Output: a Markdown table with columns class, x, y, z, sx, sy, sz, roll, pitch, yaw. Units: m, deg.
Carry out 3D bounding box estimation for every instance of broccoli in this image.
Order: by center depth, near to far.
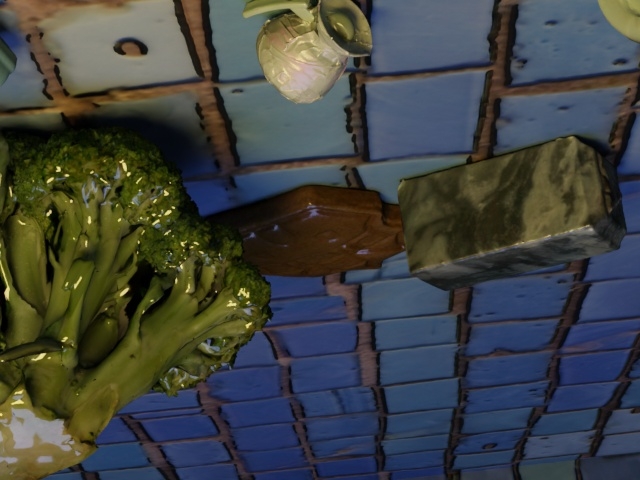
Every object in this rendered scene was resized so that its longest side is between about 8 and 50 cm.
| class | x | y | z | sx | sy | sz | roll | pitch | yaw |
| --- | --- | --- | --- | --- | --- | --- | --- | --- | --- |
| broccoli | -0.208 | 0.047 | 1.330 | 0.321 | 0.283 | 0.304 | -22 | 126 | 19 |

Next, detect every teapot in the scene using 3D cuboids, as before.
| class | x | y | z | sx | sy | sz | roll | pitch | yaw |
| --- | --- | --- | --- | --- | --- | --- | --- | --- | --- |
| teapot | -0.009 | -0.137 | 1.171 | 0.083 | 0.064 | 0.064 | 40 | 131 | -23 |

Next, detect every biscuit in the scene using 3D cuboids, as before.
| class | x | y | z | sx | sy | sz | roll | pitch | yaw |
| --- | --- | --- | --- | --- | --- | --- | --- | --- | --- |
| biscuit | 0.000 | 0.002 | 1.627 | 0.182 | 0.034 | 0.215 | -16 | 159 | 30 |

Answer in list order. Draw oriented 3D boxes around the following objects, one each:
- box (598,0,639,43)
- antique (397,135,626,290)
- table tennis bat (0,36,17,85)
| class | x | y | z | sx | sy | sz | roll | pitch | yaw |
| --- | --- | --- | --- | --- | --- | --- | --- | --- | --- |
| box | 0.188 | -0.209 | 0.738 | 0.135 | 0.243 | 0.163 | -7 | 165 | -37 |
| antique | 0.170 | -0.023 | 1.521 | 0.183 | 0.088 | 0.086 | -14 | 162 | 24 |
| table tennis bat | -0.240 | -0.156 | 1.061 | 0.153 | 0.040 | 0.244 | -8 | 158 | 8 |
